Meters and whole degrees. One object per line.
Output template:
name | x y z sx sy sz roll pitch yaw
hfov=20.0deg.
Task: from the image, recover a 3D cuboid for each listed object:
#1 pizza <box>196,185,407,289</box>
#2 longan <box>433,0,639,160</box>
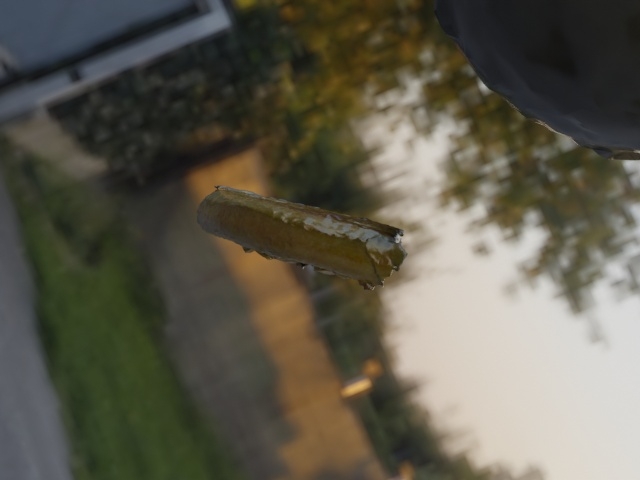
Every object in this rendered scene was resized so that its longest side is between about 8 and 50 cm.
pizza | 0.000 0.000 1.124 0.131 0.178 0.041 7 96 -57
longan | 0.272 -0.275 1.533 0.436 0.404 0.404 56 -3 7
